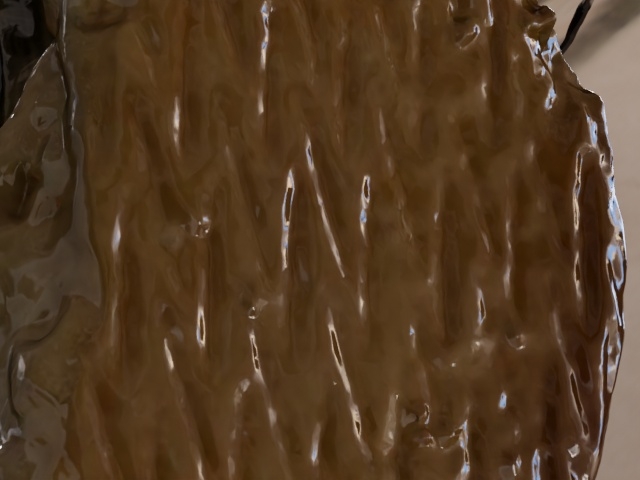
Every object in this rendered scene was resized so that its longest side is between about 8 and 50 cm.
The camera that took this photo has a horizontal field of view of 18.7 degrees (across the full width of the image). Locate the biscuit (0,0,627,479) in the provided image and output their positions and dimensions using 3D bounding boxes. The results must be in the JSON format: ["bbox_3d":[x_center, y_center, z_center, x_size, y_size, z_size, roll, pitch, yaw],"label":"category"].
[{"bbox_3d":[-0.001,0.000,0.392,0.033,0.144,0.224,-11,-101,57],"label":"biscuit"}]

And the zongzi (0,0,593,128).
[{"bbox_3d":[-0.034,-0.126,0.562,0.111,0.247,0.241,17,-74,57],"label":"zongzi"}]
